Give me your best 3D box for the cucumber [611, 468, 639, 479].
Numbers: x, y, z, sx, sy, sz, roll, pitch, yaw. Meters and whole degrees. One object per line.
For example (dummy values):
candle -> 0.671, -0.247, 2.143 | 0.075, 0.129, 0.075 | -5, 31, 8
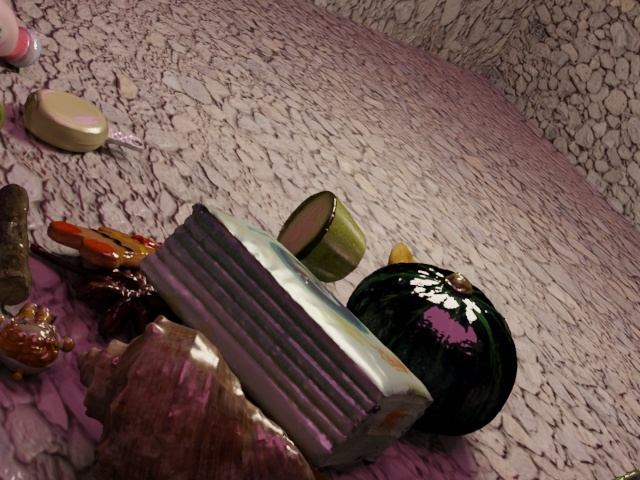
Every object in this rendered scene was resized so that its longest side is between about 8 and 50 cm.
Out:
cucumber -> 0.545, 0.465, 1.614 | 0.193, 0.086, 0.115 | 37, 69, 6

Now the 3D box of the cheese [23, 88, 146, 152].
cheese -> -0.425, -0.206, 1.714 | 0.227, 0.064, 0.137 | 16, 33, -30

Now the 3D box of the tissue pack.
tissue pack -> -0.043, 0.136, 1.345 | 0.388, 0.162, 0.287 | 44, 6, 21

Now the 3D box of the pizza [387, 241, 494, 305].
pizza -> 0.265, 0.119, 1.923 | 0.288, 0.075, 0.280 | 18, 29, -28

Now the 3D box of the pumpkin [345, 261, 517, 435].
pumpkin -> 0.185, 0.163, 1.558 | 0.315, 0.238, 0.315 | 22, 26, -11

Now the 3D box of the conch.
conch -> -0.139, 0.246, 1.077 | 0.352, 0.210, 0.297 | 51, 2, -1

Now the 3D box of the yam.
yam -> -0.436, -0.003, 1.316 | 0.061, 0.061, 0.274 | 19, 24, -27

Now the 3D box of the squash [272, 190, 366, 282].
squash -> 0.000, 0.000, 1.746 | 0.123, 0.170, 0.170 | 39, 19, -31

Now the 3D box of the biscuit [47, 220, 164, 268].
biscuit -> -0.293, 0.010, 1.442 | 0.165, 0.036, 0.250 | 26, 7, 32

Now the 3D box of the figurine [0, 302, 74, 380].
figurine -> -0.372, 0.119, 1.188 | 0.101, 0.068, 0.143 | 15, 17, -41

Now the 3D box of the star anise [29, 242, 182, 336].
star anise -> -0.302, 0.076, 1.340 | 0.234, 0.073, 0.177 | 14, 21, -20

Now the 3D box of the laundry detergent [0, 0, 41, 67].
laundry detergent -> -0.626, -0.389, 1.681 | 0.335, 0.159, 0.087 | 21, 52, -72

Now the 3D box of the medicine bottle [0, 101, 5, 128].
medicine bottle -> -0.620, -0.253, 1.510 | 0.239, 0.124, 0.124 | 43, 27, 24
